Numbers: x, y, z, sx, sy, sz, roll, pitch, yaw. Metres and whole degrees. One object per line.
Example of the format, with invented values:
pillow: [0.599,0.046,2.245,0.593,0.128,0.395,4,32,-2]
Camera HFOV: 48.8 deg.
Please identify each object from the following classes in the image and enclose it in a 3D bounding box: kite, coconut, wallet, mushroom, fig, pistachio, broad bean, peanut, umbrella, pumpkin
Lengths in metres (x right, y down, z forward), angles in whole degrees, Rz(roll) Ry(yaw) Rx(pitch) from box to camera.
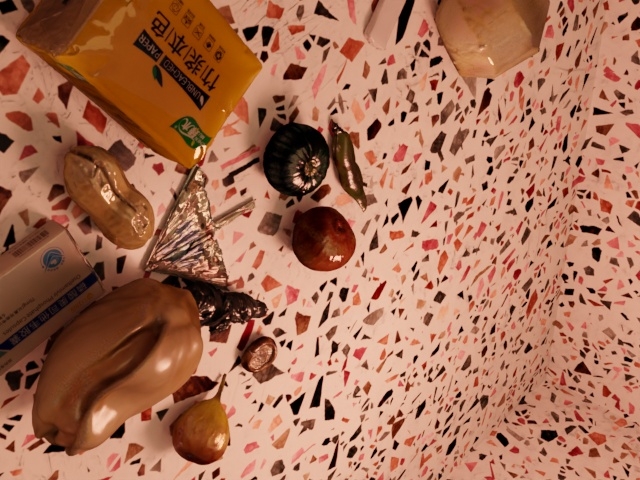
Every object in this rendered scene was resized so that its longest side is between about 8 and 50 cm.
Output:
kite: [-0.301,-0.013,1.802,0.368,0.014,0.406,-35,132,-33]
coconut: [0.526,-0.677,2.150,0.352,0.352,0.353,-26,128,-38]
wallet: [0.185,-0.635,1.994,0.095,0.033,0.190,25,90,-50]
mushroom: [-0.184,0.337,2.100,0.123,0.052,0.123,-22,129,-31]
fig: [0.000,0.001,2.035,0.205,0.205,0.205,-26,128,-38]
pistachio: [-0.443,0.271,1.562,0.281,0.365,0.445,42,65,-6]
broad bean: [0.081,-0.212,2.088,0.077,0.061,0.339,-53,142,-32]
fig: [-0.317,0.494,1.988,0.159,0.159,0.257,55,48,-48]
peanut: [-0.446,-0.086,1.507,0.130,0.130,0.290,-49,137,-19]
umbrella: [-0.270,0.180,1.869,0.128,0.154,0.336,-69,161,3]
pumpkin: [-0.060,-0.211,1.866,0.202,0.140,0.202,-22,124,-37]

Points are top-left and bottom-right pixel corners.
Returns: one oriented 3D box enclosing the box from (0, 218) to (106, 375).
box: [-0.634,0.136,1.461,0.343,0.065,0.200,-43,136,-25]

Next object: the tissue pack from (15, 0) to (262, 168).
tissue pack: [-0.338,-0.369,1.389,0.293,0.228,0.382,-58,143,-10]
